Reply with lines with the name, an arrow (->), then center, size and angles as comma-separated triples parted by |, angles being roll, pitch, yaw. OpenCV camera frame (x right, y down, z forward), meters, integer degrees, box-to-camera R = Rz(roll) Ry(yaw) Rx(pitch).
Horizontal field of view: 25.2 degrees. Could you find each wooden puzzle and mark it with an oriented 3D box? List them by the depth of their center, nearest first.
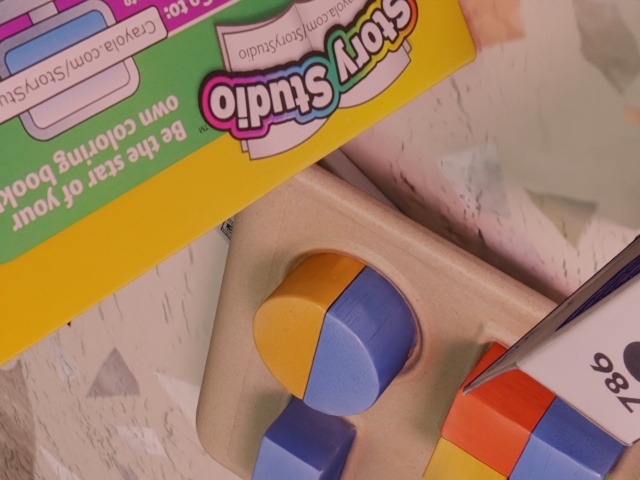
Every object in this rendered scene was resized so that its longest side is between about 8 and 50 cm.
wooden puzzle -> 0.054, 0.133, 0.908 | 0.348, 0.080, 0.322 | 35, 140, 18

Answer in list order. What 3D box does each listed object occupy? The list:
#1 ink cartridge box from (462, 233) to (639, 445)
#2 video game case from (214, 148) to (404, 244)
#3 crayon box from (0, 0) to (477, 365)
ink cartridge box -> 0.203, -0.014, 0.576 | 0.065, 0.165, 0.332 | 51, 145, 4
video game case -> 0.000, 0.000, 0.940 | 0.157, 0.019, 0.143 | 46, 143, 13
crayon box -> -0.120, -0.150, 0.665 | 0.106, 0.363, 0.313 | -3, 115, 50
